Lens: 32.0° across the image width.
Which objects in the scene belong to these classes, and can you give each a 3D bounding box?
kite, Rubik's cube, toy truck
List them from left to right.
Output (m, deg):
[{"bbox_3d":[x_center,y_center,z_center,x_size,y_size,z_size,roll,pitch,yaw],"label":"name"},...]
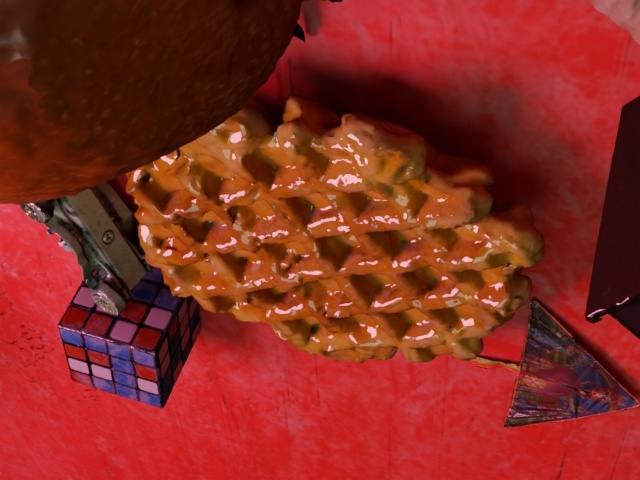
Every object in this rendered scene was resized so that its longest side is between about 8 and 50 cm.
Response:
[{"bbox_3d":[-0.192,-0.014,0.906,0.078,0.080,0.154,13,145,39],"label":"toy truck"},{"bbox_3d":[-0.165,0.077,0.984,0.092,0.092,0.092,15,142,9],"label":"Rubik's cube"},{"bbox_3d":[0.184,0.112,0.923,0.159,0.010,0.190,15,141,11],"label":"kite"}]

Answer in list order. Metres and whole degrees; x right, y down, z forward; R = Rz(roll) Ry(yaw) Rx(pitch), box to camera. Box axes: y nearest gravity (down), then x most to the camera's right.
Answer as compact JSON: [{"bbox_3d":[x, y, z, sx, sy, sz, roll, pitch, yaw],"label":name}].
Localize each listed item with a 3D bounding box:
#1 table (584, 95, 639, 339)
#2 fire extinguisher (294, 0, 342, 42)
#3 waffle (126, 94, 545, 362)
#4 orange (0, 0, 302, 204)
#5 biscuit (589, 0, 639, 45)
[{"bbox_3d":[0.280,0.004,0.614,0.193,0.169,0.172,35,141,-19],"label":"table"},{"bbox_3d":[-0.137,-0.118,0.742,0.344,0.102,0.138,-16,161,38],"label":"fire extinguisher"},{"bbox_3d":[0.000,0.000,0.818,0.302,0.068,0.325,20,147,1],"label":"waffle"},{"bbox_3d":[-0.173,-0.183,0.493,0.356,0.322,0.322,25,144,13],"label":"orange"},{"bbox_3d":[0.140,-0.160,0.576,0.219,0.055,0.061,35,130,-17],"label":"biscuit"}]
